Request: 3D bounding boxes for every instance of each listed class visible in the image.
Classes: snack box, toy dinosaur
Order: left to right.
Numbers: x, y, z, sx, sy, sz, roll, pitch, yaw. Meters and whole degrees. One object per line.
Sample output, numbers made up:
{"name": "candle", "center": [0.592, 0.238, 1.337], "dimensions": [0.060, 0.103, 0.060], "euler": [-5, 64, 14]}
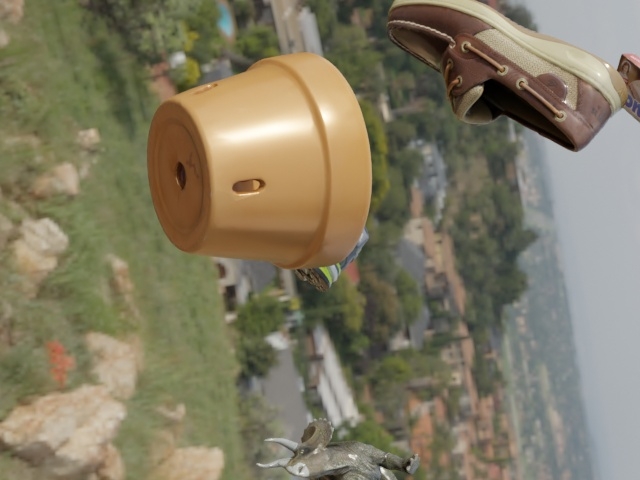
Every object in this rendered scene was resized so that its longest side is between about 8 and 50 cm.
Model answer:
{"name": "toy dinosaur", "center": [0.048, 0.329, 1.564], "dimensions": [0.121, 0.160, 0.313], "euler": [-59, 152, -18]}
{"name": "snack box", "center": [0.426, -0.167, 1.433], "dimensions": [0.178, 0.022, 0.064], "euler": [-122, -149, -48]}

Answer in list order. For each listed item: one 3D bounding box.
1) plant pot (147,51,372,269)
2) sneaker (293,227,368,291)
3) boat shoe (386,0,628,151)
{"name": "plant pot", "center": [-0.096, -0.095, 1.493], "dimensions": [0.291, 0.203, 0.291], "euler": [23, -63, 56]}
{"name": "sneaker", "center": [0.000, 0.000, 1.862], "dimensions": [0.111, 0.121, 0.300], "euler": [56, -8, -19]}
{"name": "boat shoe", "center": [0.202, -0.202, 1.411], "dimensions": [0.123, 0.342, 0.123], "euler": [-54, 150, -11]}
